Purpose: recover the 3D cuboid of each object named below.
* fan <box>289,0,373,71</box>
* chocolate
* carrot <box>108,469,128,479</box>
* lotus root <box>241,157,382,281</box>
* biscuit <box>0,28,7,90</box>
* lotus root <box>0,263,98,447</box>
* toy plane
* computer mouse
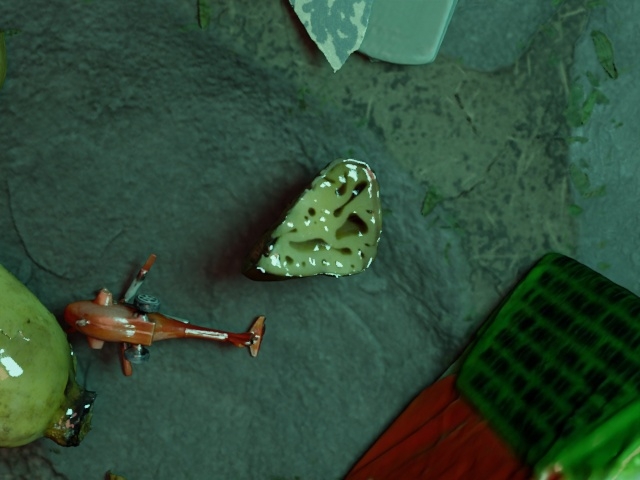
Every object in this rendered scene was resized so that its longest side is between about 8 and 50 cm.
[{"bbox_3d":[-0.003,-0.285,1.340,0.131,0.009,0.240,-18,89,35],"label":"fan"},{"bbox_3d":[0.213,0.210,1.264,0.161,0.360,0.341,42,91,-18],"label":"chocolate"},{"bbox_3d":[-0.159,0.332,1.390,0.057,0.057,0.224,-27,92,-1],"label":"carrot"},{"bbox_3d":[-0.003,-0.002,1.336,0.095,0.135,0.159,46,77,-7],"label":"lotus root"},{"bbox_3d":[-0.399,-0.217,1.336,0.183,0.047,0.320,-2,94,-6],"label":"biscuit"},{"bbox_3d":[-0.331,0.095,1.307,0.284,0.160,0.146,39,132,-4],"label":"lotus root"},{"bbox_3d":[-0.156,0.094,1.364,0.194,0.077,0.126,30,101,-14],"label":"toy plane"},{"bbox_3d":[0.088,-0.284,1.347,0.127,0.079,0.231,24,110,8],"label":"computer mouse"}]
